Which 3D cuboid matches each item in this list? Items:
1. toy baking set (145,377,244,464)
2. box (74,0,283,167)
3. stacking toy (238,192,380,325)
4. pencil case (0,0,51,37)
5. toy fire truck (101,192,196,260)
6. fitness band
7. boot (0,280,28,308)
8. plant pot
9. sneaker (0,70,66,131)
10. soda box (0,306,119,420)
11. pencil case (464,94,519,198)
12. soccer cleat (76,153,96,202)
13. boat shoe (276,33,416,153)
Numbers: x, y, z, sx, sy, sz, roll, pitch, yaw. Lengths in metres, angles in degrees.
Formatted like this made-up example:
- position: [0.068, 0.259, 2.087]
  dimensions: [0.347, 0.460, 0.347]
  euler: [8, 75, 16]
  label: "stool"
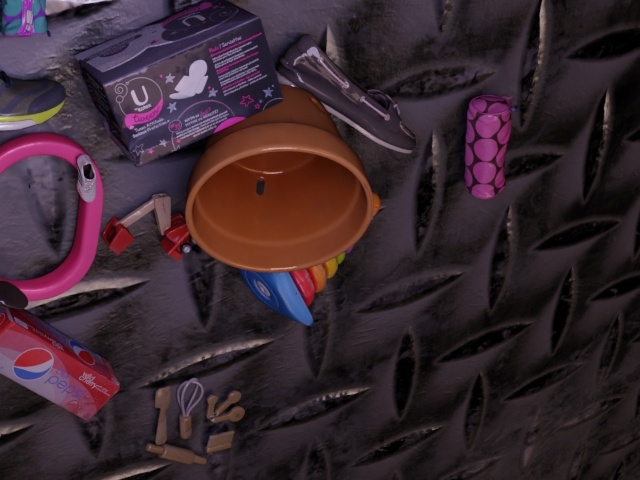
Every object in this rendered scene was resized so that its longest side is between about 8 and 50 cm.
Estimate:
- position: [-0.267, 0.373, 1.698]
  dimensions: [0.256, 0.030, 0.196]
  euler: [24, 101, -42]
  label: "toy baking set"
- position: [-0.210, -0.244, 1.224]
  dimensions: [0.247, 0.163, 0.142]
  euler: [-27, 128, -17]
  label: "box"
- position: [0.000, 0.000, 1.561]
  dimensions: [0.302, 0.166, 0.175]
  euler: [-40, 123, -21]
  label: "stacking toy"
- position: [-0.391, -0.347, 1.094]
  dimensions: [0.065, 0.070, 0.151]
  euler: [-7, 122, -31]
  label: "pencil case"
- position: [-0.262, -0.037, 1.409]
  dimensions: [0.192, 0.047, 0.135]
  euler: [-46, 133, 0]
  label: "toy fire truck"
- position: [-0.446, -0.030, 1.282]
  dimensions: [0.209, 0.054, 0.290]
  euler: [-4, 122, -33]
  label: "fitness band"
- position: [-0.521, 0.097, 1.284]
  dimensions: [0.106, 0.037, 0.114]
  euler: [29, 138, -21]
  label: "boot"
- position: [-0.071, -0.113, 1.335]
  dimensions: [0.291, 0.203, 0.290]
  euler: [-4, 140, -3]
  label: "plant pot"
- position: [-0.485, -0.220, 1.094]
  dimensions: [0.300, 0.111, 0.121]
  euler: [0, 115, -37]
  label: "sneaker"
- position: [-0.467, 0.206, 1.407]
  dimensions: [0.092, 0.083, 0.263]
  euler: [-45, 133, -1]
  label: "soda box"
- position: [0.349, -0.194, 1.697]
  dimensions: [0.098, 0.095, 0.209]
  euler: [-36, 139, -38]
  label: "pencil case"
- position: [-0.354, -0.091, 1.252]
  dimensions: [0.029, 0.036, 0.083]
  euler: [-17, 128, -29]
  label: "soccer cleat"
- position: [0.069, -0.250, 1.449]
  dimensions: [0.335, 0.112, 0.095]
  euler: [22, 110, -38]
  label: "boat shoe"
